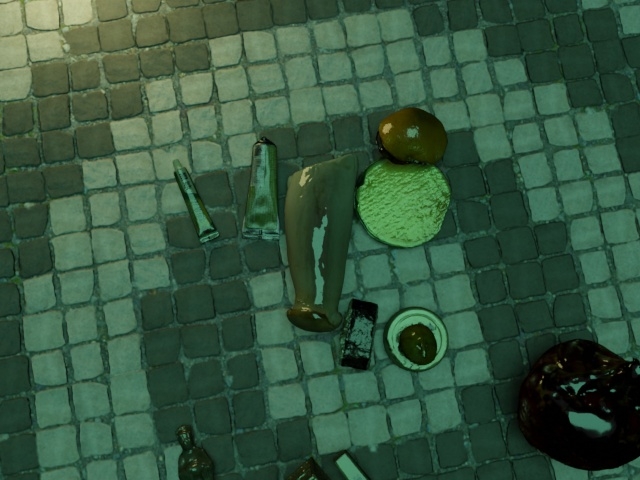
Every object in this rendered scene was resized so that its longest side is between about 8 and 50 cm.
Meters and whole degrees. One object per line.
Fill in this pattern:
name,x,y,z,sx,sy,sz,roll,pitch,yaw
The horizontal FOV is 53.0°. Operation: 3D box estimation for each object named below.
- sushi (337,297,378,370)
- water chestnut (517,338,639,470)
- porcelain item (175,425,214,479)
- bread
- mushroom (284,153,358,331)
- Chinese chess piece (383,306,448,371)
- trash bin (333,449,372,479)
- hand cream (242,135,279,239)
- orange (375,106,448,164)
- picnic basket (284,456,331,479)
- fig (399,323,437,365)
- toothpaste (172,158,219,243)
sushi,0.081,0.204,1.398,0.078,0.090,0.150,11,83,4
water chestnut,0.550,0.338,1.315,0.290,0.244,0.288,0,83,0
porcelain item,-0.259,0.497,1.355,0.081,0.069,0.215,-17,77,0
bread,0.187,-0.091,1.478,0.229,0.033,0.228,0,79,-2
mushroom,-0.008,-0.004,1.409,0.154,0.137,0.406,9,75,-11
Chinese chess piece,0.210,0.217,1.415,0.144,0.058,0.143,0,81,-1
trash bin,0.068,0.495,1.365,0.043,0.061,0.092,-39,81,-7
hand cream,-0.133,-0.119,1.468,0.087,0.055,0.234,2,88,1
orange,0.211,-0.242,1.454,0.160,0.112,0.170,37,62,20
picnic basket,-0.014,0.548,1.284,0.134,0.196,0.154,-39,85,-8
fig,0.207,0.214,1.338,0.082,0.098,0.084,12,70,0
toothpaste,-0.291,-0.092,1.462,0.049,0.031,0.204,-24,85,-5
